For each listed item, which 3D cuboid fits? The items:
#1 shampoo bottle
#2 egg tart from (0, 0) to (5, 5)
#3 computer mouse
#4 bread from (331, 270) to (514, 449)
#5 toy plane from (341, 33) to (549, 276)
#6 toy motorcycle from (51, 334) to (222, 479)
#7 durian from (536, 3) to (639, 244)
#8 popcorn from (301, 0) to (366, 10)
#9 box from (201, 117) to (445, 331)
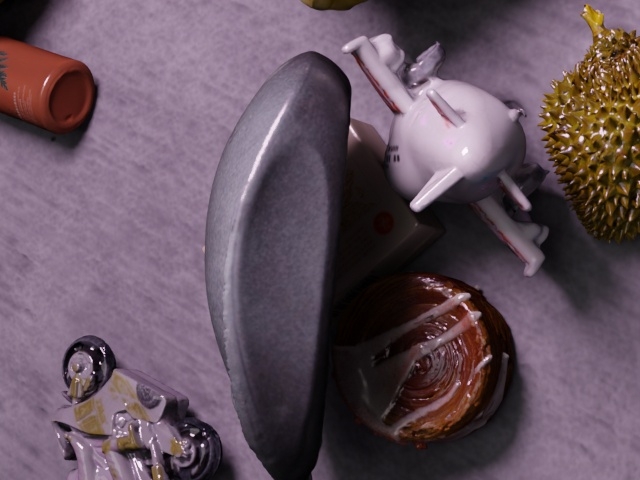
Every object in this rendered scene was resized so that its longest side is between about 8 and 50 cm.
[{"bbox_3d":[-0.356,-0.183,1.646,0.244,0.085,0.085,18,93,32],"label":"shampoo bottle"},{"bbox_3d":[-0.401,-0.362,1.667,0.341,0.129,0.341,-6,80,32],"label":"egg tart"},{"bbox_3d":[-0.042,0.025,1.294,0.114,0.203,0.374,4,94,-1],"label":"computer mouse"},{"bbox_3d":[0.090,0.104,1.348,0.160,0.073,0.160,-2,85,28],"label":"bread"},{"bbox_3d":[0.109,-0.076,1.272,0.118,0.252,0.252,-40,65,2],"label":"toy plane"},{"bbox_3d":[-0.198,0.203,1.510,0.225,0.073,0.152,33,103,31],"label":"toy motorcycle"},{"bbox_3d":[0.249,-0.109,1.266,0.146,0.102,0.208,-20,70,34],"label":"durian"},{"bbox_3d":[0.033,-0.379,1.329,0.321,0.290,0.326,-29,68,13],"label":"popcorn"},{"bbox_3d":[0.000,0.000,1.424,0.201,0.058,0.141,-44,65,20],"label":"box"}]
